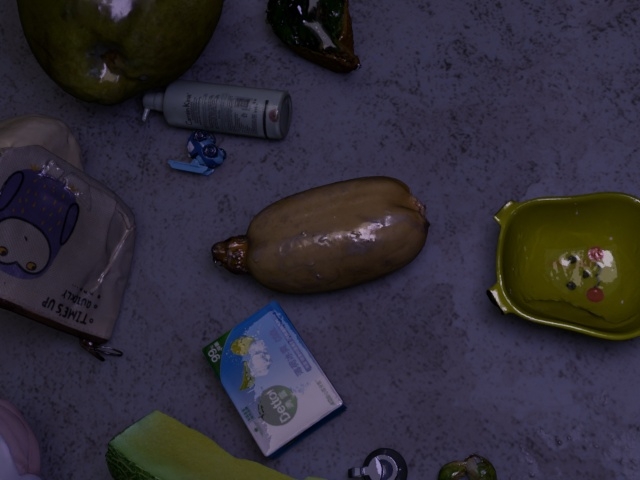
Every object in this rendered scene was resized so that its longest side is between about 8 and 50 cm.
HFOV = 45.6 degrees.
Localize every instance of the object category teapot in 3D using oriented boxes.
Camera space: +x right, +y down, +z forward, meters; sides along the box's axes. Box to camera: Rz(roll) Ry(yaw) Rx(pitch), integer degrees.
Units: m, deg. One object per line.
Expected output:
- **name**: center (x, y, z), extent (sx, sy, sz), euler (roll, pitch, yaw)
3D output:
- **teapot**: center (0.082, 0.334, 1.104), extent (0.088, 0.057, 0.066), euler (-6, 69, 6)

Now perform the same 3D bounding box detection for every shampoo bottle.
- **shampoo bottle**: center (-0.185, -0.232, 1.330), extent (0.263, 0.085, 0.085), euler (8, 72, 12)

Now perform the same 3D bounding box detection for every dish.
- **dish**: center (0.379, 0.045, 1.134), extent (0.263, 0.108, 0.221), euler (4, 72, 8)

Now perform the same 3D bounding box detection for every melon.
- **melon**: center (-0.128, 0.351, 1.069), extent (0.324, 0.196, 0.124), euler (18, 64, 11)

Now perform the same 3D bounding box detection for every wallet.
- **wallet**: center (-0.413, 0.014, 1.183), extent (0.068, 0.335, 0.274), euler (-8, 59, 40)

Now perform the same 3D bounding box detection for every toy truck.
- **toy truck**: center (-0.216, -0.146, 1.324), extent (0.090, 0.056, 0.073), euler (-36, 78, 9)

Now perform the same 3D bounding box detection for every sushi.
- **sushi**: center (-0.023, -0.396, 1.332), extent (0.149, 0.140, 0.287), euler (-11, 69, -2)

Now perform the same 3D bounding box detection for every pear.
- **pear**: center (-0.344, -0.430, 1.293), extent (0.352, 0.352, 0.413), euler (-9, 56, 5)

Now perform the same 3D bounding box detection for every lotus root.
- **lotus root**: center (0.000, 0.000, 1.189), extent (0.343, 0.151, 0.169), euler (-15, 54, 8)

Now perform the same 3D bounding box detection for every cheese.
- **cheese**: center (-0.510, -0.105, 1.263), extent (0.248, 0.173, 0.251), euler (-20, 23, -22)

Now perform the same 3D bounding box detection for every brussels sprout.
- **brussels sprout**: center (0.210, 0.333, 1.091), extent (0.084, 0.046, 0.051), euler (-1, 51, 10)

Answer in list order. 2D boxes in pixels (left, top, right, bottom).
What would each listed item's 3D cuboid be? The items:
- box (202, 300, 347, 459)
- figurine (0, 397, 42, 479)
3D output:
- **box**: center (-0.070, 0.212, 1.162), extent (0.139, 0.073, 0.194), euler (-34, 70, -4)
- **figurine**: center (-0.508, 0.399, 1.089), extent (0.253, 0.211, 0.361), euler (-11, 71, 5)
